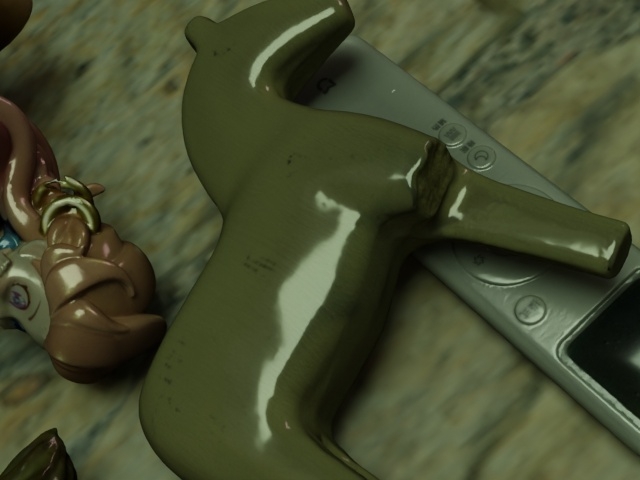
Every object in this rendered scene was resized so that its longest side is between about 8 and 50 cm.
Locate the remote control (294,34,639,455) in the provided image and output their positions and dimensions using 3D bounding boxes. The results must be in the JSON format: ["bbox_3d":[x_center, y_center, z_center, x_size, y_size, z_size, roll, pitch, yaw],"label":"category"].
[{"bbox_3d":[0.071,-0.011,0.477,0.067,0.029,0.261,-42,58,-7],"label":"remote control"}]

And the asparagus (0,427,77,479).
[{"bbox_3d":[-0.156,0.207,0.406,0.080,0.080,0.287,10,64,22],"label":"asparagus"}]

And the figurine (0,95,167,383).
[{"bbox_3d":[-0.141,0.000,0.500,0.157,0.126,0.114,15,42,2],"label":"figurine"}]

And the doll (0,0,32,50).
[{"bbox_3d":[-0.327,-0.131,0.549,0.339,0.209,0.318,13,42,40],"label":"doll"}]

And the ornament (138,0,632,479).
[{"bbox_3d":[0.000,0.000,0.458,0.244,0.061,0.230,21,80,32],"label":"ornament"}]
